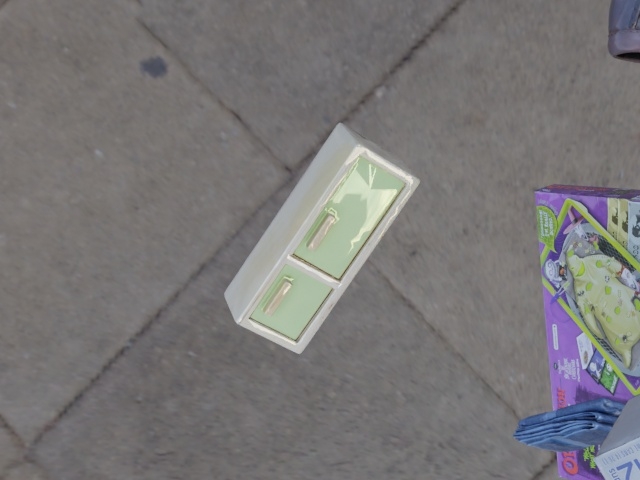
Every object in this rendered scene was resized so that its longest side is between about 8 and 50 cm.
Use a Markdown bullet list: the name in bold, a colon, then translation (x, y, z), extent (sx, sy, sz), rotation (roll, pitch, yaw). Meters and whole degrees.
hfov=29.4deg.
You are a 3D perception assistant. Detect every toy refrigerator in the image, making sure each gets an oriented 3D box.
- **toy refrigerator**: translation (0.000, 0.000, 1.518), extent (0.102, 0.094, 0.269), rotation (29, 103, -25)

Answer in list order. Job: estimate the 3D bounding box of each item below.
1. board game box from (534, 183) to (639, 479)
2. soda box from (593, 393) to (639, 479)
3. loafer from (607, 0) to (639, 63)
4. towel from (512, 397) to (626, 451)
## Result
- **board game box**: translation (0.340, 0.115, 1.327), extent (0.208, 0.056, 0.346), rotation (6, 109, 43)
- **soda box**: translation (0.297, 0.082, 0.651), extent (0.286, 0.098, 0.091), rotation (-33, 88, 30)
- **loafer**: translation (0.357, -0.130, 0.988), extent (0.302, 0.109, 0.095), rotation (25, 76, -15)
- **towel**: translation (0.240, 0.174, 1.125), extent (0.067, 0.119, 0.029), rotation (17, 65, -26)
